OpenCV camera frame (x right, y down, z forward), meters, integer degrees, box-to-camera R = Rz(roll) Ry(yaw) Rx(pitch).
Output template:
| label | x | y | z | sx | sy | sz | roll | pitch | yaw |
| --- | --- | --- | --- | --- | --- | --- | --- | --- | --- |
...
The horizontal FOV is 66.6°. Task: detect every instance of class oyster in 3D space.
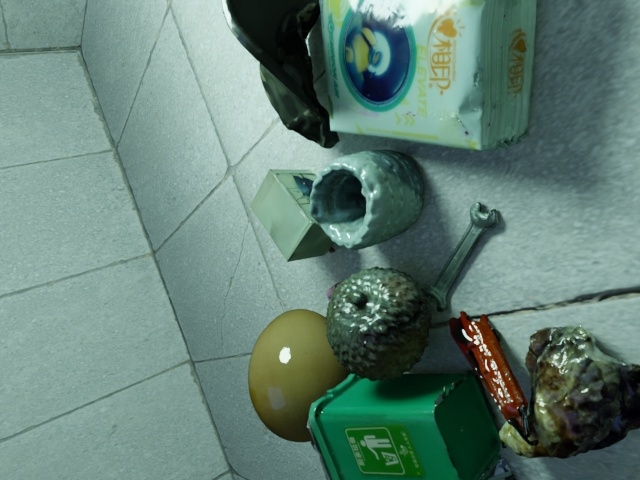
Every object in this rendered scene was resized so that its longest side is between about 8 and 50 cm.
| label | x | y | z | sx | sy | sz | roll | pitch | yaw |
| --- | --- | --- | --- | --- | --- | --- | --- | --- | --- |
| oyster | 0.427 | 0.276 | 0.847 | 0.275 | 0.100 | 0.271 | 2 | 92 | 60 |

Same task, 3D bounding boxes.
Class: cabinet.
| label | x | y | z | sx | sy | sz | roll | pitch | yaw |
| --- | --- | --- | --- | --- | --- | --- | --- | --- | --- |
| cabinet | -0.056 | -0.077 | 1.302 | 0.206 | 0.145 | 0.150 | 54 | 129 | 25 |

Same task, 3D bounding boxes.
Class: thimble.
| label | x | y | z | sx | sy | sz | roll | pitch | yaw |
| --- | --- | --- | --- | --- | --- | --- | --- | --- | --- |
| thimble | 0.095 | -0.088 | 1.079 | 0.250 | 0.172 | 0.205 | -33 | 80 | 54 |

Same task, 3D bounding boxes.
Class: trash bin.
| label | x | y | z | sx | sy | sz | roll | pitch | yaw |
| --- | --- | --- | --- | --- | --- | --- | --- | --- | --- |
| trash bin | 0.197 | 0.430 | 1.120 | 0.381 | 0.295 | 0.259 | -22 | 89 | 45 |

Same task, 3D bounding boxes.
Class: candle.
| label | x | y | z | sx | sy | sz | roll | pitch | yaw |
| --- | --- | --- | --- | --- | --- | --- | --- | --- | --- |
| candle | 0.326 | 0.249 | 0.925 | 0.084 | 0.059 | 0.301 | -57 | 29 | 30 |

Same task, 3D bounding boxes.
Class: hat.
| label | x | y | z | sx | sy | sz | roll | pitch | yaw |
| --- | --- | --- | --- | --- | --- | --- | --- | --- | --- |
| hat | -0.098 | -0.392 | 1.045 | 0.257 | 0.382 | 0.366 | -17 | 71 | 43 |

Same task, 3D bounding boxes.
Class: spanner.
| label | x | y | z | sx | sy | sz | roll | pitch | yaw |
| --- | --- | --- | --- | --- | --- | --- | --- | --- | --- |
| spanner | 0.283 | 0.042 | 1.012 | 0.071 | 0.017 | 0.302 | 50 | 142 | 32 |

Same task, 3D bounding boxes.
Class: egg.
| label | x | y | z | sx | sy | sz | roll | pitch | yaw |
| --- | --- | --- | --- | --- | --- | --- | --- | --- | --- |
| egg | -0.056 | 0.373 | 1.386 | 0.301 | 0.301 | 0.374 | 122 | 146 | -50 |

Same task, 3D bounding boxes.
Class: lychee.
| label | x | y | z | sx | sy | sz | roll | pitch | yaw |
| --- | --- | --- | --- | --- | --- | --- | --- | --- | --- |
| lychee | 0.136 | 0.189 | 1.091 | 0.255 | 0.255 | 0.274 | 18 | 154 | 51 |

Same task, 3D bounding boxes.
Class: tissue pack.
| label | x | y | z | sx | sy | sz | roll | pitch | yaw |
| --- | --- | --- | --- | --- | --- | --- | --- | --- | --- |
| tissue pack | 0.170 | -0.324 | 0.870 | 0.388 | 0.162 | 0.287 | 23 | 127 | 49 |

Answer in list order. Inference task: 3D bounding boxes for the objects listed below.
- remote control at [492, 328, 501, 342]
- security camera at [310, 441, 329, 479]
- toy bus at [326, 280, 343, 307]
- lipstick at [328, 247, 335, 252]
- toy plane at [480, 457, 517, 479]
| label | x | y | z | sx | sy | sz | roll | pitch | yaw |
| --- | --- | --- | --- | --- | --- | --- | --- | --- | --- |
| remote control | 0.341 | 0.211 | 1.009 | 0.091 | 0.016 | 0.034 | -54 | 44 | 51 |
| security camera | 0.086 | 0.629 | 1.433 | 0.194 | 0.194 | 0.236 | -9 | 103 | 56 |
| toy bus | 0.089 | 0.208 | 1.331 | 0.203 | 0.063 | 0.090 | 62 | 145 | 15 |
| lipstick | 0.000 | -0.001 | 1.384 | 0.129 | 0.030 | 0.030 | 43 | 137 | 37 |
| toy plane | 0.350 | 0.564 | 1.091 | 0.234 | 0.082 | 0.160 | -41 | 61 | 35 |
